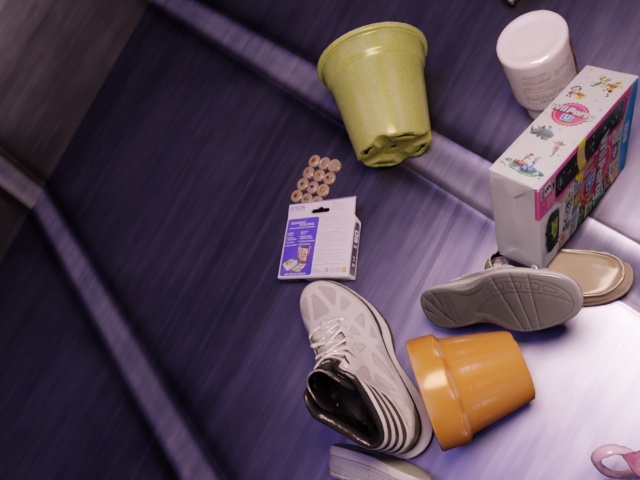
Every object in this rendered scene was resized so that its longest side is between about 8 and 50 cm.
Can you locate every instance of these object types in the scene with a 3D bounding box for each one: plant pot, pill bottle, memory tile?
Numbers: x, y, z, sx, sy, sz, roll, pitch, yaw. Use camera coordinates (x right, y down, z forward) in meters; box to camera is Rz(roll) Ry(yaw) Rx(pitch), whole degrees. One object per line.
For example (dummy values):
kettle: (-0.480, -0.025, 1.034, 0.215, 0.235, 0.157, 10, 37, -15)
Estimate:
plant pot: (0.278, 0.257, 0.991, 0.187, 0.205, 0.205, -19, 59, 7)
pill bottle: (0.452, -0.342, 1.099, 0.131, 0.229, 0.131, -13, 63, 28)
plant pot: (0.149, -0.325, 1.292, 0.276, 0.276, 0.254, -19, 73, 25)
memory tile: (-0.013, -0.160, 1.457, 0.113, 0.012, 0.148, 21, 82, 37)

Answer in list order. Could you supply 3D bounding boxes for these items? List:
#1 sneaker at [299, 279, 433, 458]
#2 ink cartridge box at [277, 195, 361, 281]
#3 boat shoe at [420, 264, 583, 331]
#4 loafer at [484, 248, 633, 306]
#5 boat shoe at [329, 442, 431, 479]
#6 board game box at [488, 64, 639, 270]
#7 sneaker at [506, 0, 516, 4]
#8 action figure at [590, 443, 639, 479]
sneaker: (0.045, 0.224, 1.100, 0.169, 0.257, 0.447, -43, 53, 10)
ink cartridge box: (0.000, 0.000, 1.359, 0.206, 0.045, 0.208, -4, 69, 32)
boat shoe: (0.335, 0.101, 1.010, 0.320, 0.103, 0.118, -18, 99, 51)
loafer: (0.438, 0.063, 1.021, 0.268, 0.092, 0.102, -2, 69, 32)
boat shoe: (0.112, 0.470, 1.073, 0.227, 0.079, 0.081, 3, 81, 39)
board game box: (0.436, -0.128, 0.966, 0.097, 0.224, 0.303, 30, 67, 38)
sneaker: (0.550, -0.646, 1.265, 0.271, 0.100, 0.108, -20, 85, 21)
action figure: (0.634, 0.267, 0.776, 0.370, 0.248, 0.275, -63, 26, -1)
